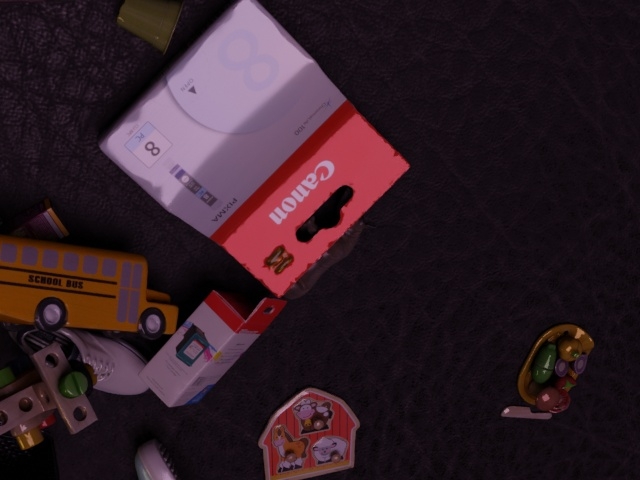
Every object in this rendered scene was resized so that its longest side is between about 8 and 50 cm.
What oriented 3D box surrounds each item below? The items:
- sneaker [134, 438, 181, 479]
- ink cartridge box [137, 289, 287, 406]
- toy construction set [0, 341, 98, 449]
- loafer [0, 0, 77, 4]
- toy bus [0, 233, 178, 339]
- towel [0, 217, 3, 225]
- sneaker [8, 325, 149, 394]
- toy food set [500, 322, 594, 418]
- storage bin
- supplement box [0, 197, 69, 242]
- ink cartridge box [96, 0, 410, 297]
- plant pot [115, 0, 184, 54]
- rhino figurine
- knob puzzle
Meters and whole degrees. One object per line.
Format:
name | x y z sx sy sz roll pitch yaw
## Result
sneaker | -0.281 0.511 1.823 0.150 0.135 0.366 -21 119 -15
ink cartridge box | -0.169 0.156 1.694 0.078 0.134 0.231 43 95 14
toy construction set | -0.426 0.274 1.449 0.257 0.237 0.308 7 73 -46
loafer | -0.437 -0.360 1.387 0.303 0.095 0.109 0 113 -19
toy bus | -0.365 0.074 1.557 0.333 0.108 0.130 10 80 -46
towel | -0.664 0.014 1.464 0.370 0.040 0.271 -45 111 -5
sneaker | -0.374 0.190 1.667 0.258 0.091 0.094 28 102 -28
toy food set | 0.447 0.267 2.006 0.128 0.071 0.218 15 108 -25
storage bin | -0.484 0.372 1.661 0.122 0.180 0.084 19 107 -26
supplement box | -0.426 -0.016 1.581 0.083 0.043 0.055 -30 122 -5
ink cartridge box | -0.088 -0.128 1.585 0.308 0.091 0.385 -45 108 4
plant pot | -0.244 -0.315 1.495 0.079 0.083 0.083 20 106 -13
rhino figurine | 0.000 0.000 1.722 0.243 0.073 0.106 -42 115 4
knob puzzle | -0.018 0.350 1.904 0.213 0.030 0.213 -8 116 -16
